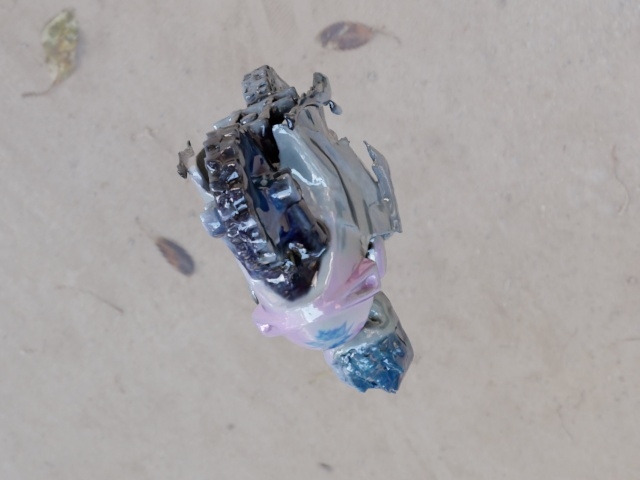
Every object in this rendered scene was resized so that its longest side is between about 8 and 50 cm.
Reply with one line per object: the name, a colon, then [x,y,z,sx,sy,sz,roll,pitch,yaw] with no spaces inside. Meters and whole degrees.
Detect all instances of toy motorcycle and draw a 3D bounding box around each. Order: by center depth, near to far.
toy motorcycle: [-0.005,0.002,0.579,0.108,0.239,0.204,-20,109,26]
